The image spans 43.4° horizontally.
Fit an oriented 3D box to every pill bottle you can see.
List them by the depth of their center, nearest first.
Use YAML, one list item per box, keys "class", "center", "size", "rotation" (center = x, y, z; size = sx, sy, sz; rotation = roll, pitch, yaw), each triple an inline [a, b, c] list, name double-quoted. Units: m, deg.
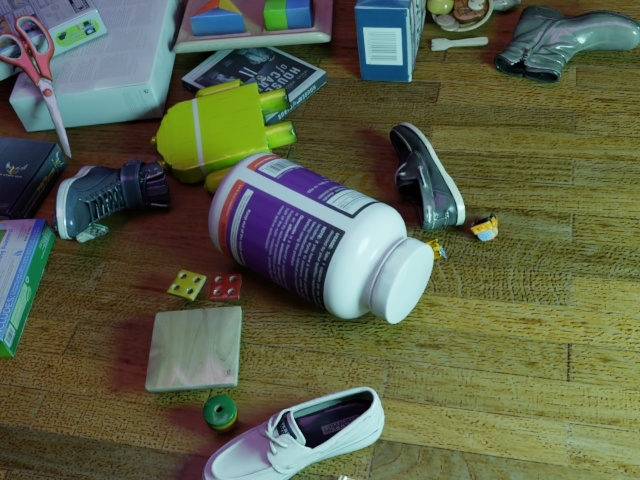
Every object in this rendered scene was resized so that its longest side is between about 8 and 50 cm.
- class: "pill bottle"
  center: [0.000, 0.000, 1.212]
  size: [0.323, 0.181, 0.181]
  rotation: [27, 59, 27]

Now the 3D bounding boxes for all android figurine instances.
- class: "android figurine"
  center: [-0.181, -0.193, 1.464]
  size: [0.273, 0.056, 0.248]
  rotation: [-17, 56, 4]

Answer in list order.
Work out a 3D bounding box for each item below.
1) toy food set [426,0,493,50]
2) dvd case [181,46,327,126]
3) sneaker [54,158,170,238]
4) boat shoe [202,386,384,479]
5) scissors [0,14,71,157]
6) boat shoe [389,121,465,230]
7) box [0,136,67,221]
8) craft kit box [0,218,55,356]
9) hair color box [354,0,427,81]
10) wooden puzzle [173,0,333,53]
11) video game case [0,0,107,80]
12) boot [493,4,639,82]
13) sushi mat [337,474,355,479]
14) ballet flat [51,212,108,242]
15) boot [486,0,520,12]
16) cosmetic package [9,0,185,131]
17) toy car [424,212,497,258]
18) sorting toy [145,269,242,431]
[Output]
- class: "toy food set"
  center: [0.281, -0.476, 1.626]
  size: [0.132, 0.038, 0.192]
  rotation: [-2, 63, 13]
- class: "dvd case"
  center: [-0.133, -0.319, 1.599]
  size: [0.239, 0.029, 0.179]
  rotation: [30, 61, 30]
- class: "sneaker"
  center: [-0.344, -0.072, 1.354]
  size: [0.164, 0.086, 0.226]
  rotation: [0, 28, 3]
- class: "boat shoe"
  center: [-0.040, 0.258, 1.065]
  size: [0.258, 0.084, 0.095]
  rotation: [-24, 51, -11]
- class: "scissors"
  center: [-0.510, -0.297, 1.513]
  size: [0.109, 0.021, 0.297]
  rotation: [-34, 80, -13]
- class: "boat shoe"
  center: [0.160, -0.112, 1.344]
  size: [0.079, 0.084, 0.233]
  rotation: [-18, 53, -7]
- class: "box"
  center: [-0.614, -0.111, 1.479]
  size: [0.233, 0.059, 0.183]
  rotation: [8, 51, 15]
- class: "craft kit box"
  center: [-0.592, 0.076, 1.325]
  size: [0.247, 0.061, 0.249]
  rotation: [0, 50, 6]
- class: "hair color box"
  center: [0.154, -0.494, 1.604]
  size: [0.105, 0.174, 0.347]
  rotation: [5, 52, 12]
- class: "wooden puzzle"
  center: [-0.134, -0.517, 1.704]
  size: [0.322, 0.080, 0.347]
  rotation: [-3, 43, 7]
- class: "video game case"
  center: [-0.596, -0.461, 1.651]
  size: [0.244, 0.061, 0.269]
  rotation: [-27, 51, -11]
- class: "boot"
  center: [0.465, -0.353, 1.514]
  size: [0.247, 0.083, 0.161]
  rotation: [14, 61, 26]
- class: "sushi mat"
  center: [0.022, 0.439, 0.948]
  size: [0.151, 0.019, 0.316]
  rotation: [18, 55, 23]
- class: "ballet flat"
  center: [-0.418, -0.018, 1.391]
  size: [0.114, 0.041, 0.041]
  rotation: [15, 54, 20]
- class: "boot"
  center: [0.361, -0.515, 1.682]
  size: [0.087, 0.042, 0.118]
  rotation: [-12, 51, -9]
- class: "cosmetic package"
  center: [-0.448, -0.396, 1.665]
  size: [0.285, 0.097, 0.377]
  rotation: [-3, 50, 6]
- class: "toy car"
  center: [0.230, -0.003, 1.286]
  size: [0.122, 0.060, 0.040]
  rotation: [-23, 93, 10]
- class: "sorting toy"
  center: [-0.181, 0.161, 1.193]
  size: [0.132, 0.046, 0.274]
  rotation: [-5, 50, 5]
